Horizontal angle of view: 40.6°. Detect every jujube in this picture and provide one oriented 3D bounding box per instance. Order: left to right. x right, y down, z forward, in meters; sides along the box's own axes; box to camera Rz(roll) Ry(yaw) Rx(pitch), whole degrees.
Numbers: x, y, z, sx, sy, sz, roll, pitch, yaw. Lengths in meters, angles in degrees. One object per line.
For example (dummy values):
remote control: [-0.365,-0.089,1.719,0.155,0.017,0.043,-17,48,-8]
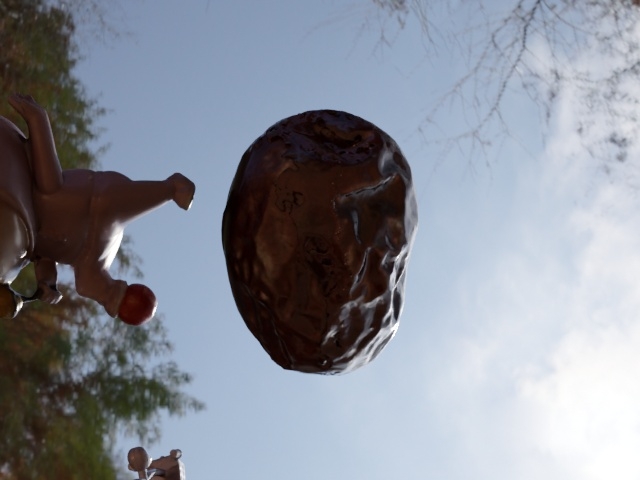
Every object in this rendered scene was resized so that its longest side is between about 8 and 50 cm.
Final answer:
jujube: [0.000,0.000,0.794,0.183,0.183,0.243,-2,-55,-8]

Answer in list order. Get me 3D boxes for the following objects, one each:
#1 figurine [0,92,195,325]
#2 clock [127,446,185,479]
figurine: [-0.277,-0.022,0.833,0.287,0.186,0.176,20,-46,-18]
clock: [-0.118,0.193,0.622,0.041,0.087,0.129,-17,-23,4]
